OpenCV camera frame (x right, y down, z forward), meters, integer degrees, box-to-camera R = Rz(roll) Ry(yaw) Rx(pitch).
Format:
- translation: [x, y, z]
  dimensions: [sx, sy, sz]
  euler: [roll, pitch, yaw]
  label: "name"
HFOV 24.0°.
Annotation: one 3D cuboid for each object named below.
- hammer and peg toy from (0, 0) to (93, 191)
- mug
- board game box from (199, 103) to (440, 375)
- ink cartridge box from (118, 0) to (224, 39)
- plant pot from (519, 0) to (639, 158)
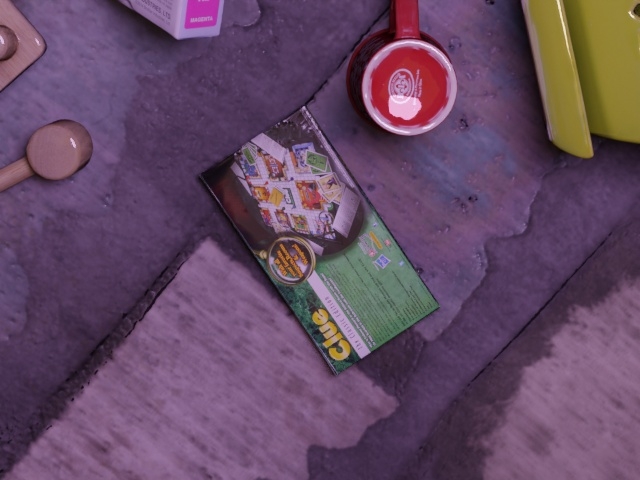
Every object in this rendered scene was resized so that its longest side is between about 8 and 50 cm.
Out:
- translation: [-0.418, -0.162, 1.519]
  dimensions: [0.266, 0.127, 0.361]
  euler: [-39, 96, 5]
  label: "hammer and peg toy"
- translation: [0.074, -0.171, 1.497]
  dimensions: [0.113, 0.169, 0.150]
  euler: [-27, 98, 5]
  label: "mug"
- translation: [0.000, 0.000, 1.594]
  dimensions: [0.136, 0.030, 0.260]
  euler: [-33, 97, 2]
  label: "board game box"
- translation: [-0.145, -0.367, 1.425]
  dimensions: [0.065, 0.186, 0.311]
  euler: [-14, 126, -36]
  label: "ink cartridge box"
- translation: [0.307, -0.199, 1.471]
  dimensions: [0.207, 0.228, 0.227]
  euler: [-12, 98, 9]
  label: "plant pot"
